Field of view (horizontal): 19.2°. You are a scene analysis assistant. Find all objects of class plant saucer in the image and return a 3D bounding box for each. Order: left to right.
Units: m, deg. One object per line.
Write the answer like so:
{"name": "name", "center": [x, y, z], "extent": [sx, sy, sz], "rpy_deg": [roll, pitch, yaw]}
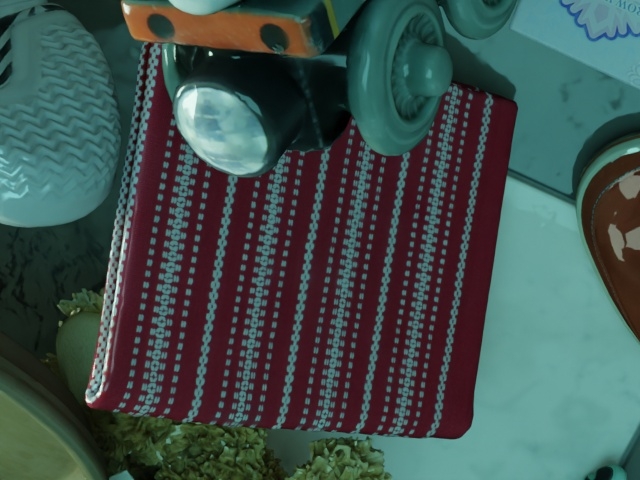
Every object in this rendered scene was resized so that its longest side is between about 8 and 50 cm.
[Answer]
{"name": "plant saucer", "center": [-0.239, 0.087, 1.006], "extent": [0.277, 0.041, 0.278], "rpy_deg": [13, 148, 8]}

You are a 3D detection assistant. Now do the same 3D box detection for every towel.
{"name": "towel", "center": [0.000, 0.000, 0.977], "extent": [0.031, 0.274, 0.199], "rpy_deg": [6, 87, 45]}

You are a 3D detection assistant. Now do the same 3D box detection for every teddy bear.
{"name": "teddy bear", "center": [-0.051, 0.171, 1.093], "extent": [0.338, 0.113, 0.245], "rpy_deg": [33, 125, 17]}

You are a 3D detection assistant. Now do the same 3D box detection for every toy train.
{"name": "toy train", "center": [0.022, -0.180, 0.854], "extent": [0.142, 0.334, 0.190], "rpy_deg": [9, 134, 32]}

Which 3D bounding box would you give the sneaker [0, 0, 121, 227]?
{"name": "sneaker", "center": [-0.238, -0.045, 0.991], "extent": [0.366, 0.137, 0.210], "rpy_deg": [32, 126, 36]}

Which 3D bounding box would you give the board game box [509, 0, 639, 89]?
{"name": "board game box", "center": [0.294, -0.185, 0.929], "extent": [0.318, 0.066, 0.318], "rpy_deg": [27, 116, 16]}

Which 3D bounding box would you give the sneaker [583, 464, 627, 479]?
{"name": "sneaker", "center": [0.178, 0.184, 1.146], "extent": [0.069, 0.038, 0.098], "rpy_deg": [26, 118, -6]}

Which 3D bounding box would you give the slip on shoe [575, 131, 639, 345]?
{"name": "slip on shoe", "center": [0.257, 0.081, 1.053], "extent": [0.123, 0.101, 0.331], "rpy_deg": [-33, 89, 17]}
